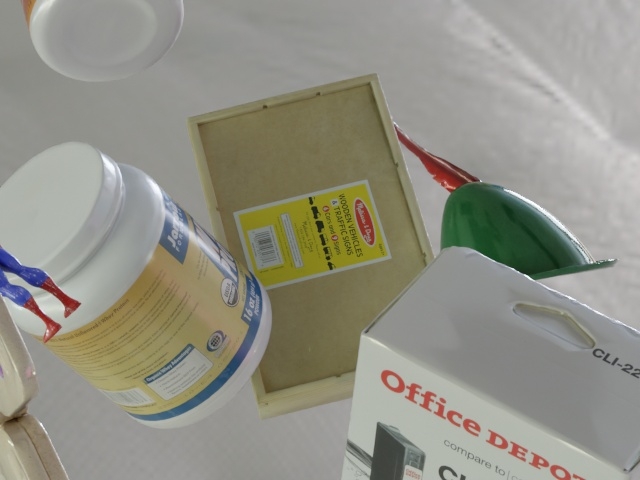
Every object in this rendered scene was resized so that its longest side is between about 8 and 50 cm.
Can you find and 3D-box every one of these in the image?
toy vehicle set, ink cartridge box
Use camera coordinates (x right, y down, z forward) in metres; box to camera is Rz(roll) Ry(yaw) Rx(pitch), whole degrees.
[{"bbox_3d":[0.000,0.000,1.563,0.166,0.035,0.267,-13,-117,-5],"label":"toy vehicle set"},{"bbox_3d":[0.123,0.167,1.294,0.197,0.273,0.114,27,-135,22],"label":"ink cartridge box"}]

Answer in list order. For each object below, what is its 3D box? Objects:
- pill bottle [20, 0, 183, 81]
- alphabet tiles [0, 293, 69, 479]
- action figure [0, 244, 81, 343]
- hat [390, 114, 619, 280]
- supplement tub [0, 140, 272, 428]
[{"bbox_3d":[-0.190,-0.238,1.548,0.121,0.121,0.216,-8,-131,-15],"label":"pill bottle"},{"bbox_3d":[-0.191,0.019,0.933,0.021,0.278,0.284,-24,-96,-23],"label":"alphabet tiles"},{"bbox_3d":[-0.190,0.010,1.099,0.115,0.030,0.038,43,-128,-8],"label":"action figure"},{"bbox_3d":[0.153,-0.048,1.761,0.208,0.183,0.173,-11,177,18],"label":"hat"},{"bbox_3d":[-0.145,0.033,1.432,0.144,0.200,0.144,-24,-137,24],"label":"supplement tub"}]
